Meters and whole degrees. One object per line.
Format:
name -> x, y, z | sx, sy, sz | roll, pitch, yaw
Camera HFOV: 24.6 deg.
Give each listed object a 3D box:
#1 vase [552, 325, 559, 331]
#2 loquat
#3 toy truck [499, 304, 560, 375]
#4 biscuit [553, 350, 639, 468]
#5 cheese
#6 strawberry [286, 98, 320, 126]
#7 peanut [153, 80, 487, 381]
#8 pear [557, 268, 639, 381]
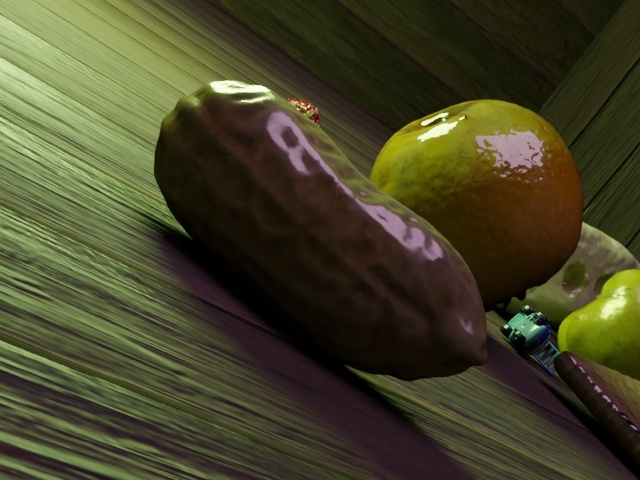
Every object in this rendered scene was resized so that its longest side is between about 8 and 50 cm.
vase -> 0.473, 0.131, 2.402 | 0.173, 0.173, 0.321 | 35, 13, -20
loquat -> 0.186, -0.034, 1.799 | 0.275, 0.275, 0.275 | 37, 8, -6
toy truck -> 0.290, 0.137, 1.964 | 0.090, 0.056, 0.073 | 48, -2, -21
biscuit -> 0.427, 0.261, 1.791 | 0.217, 0.044, 0.325 | 24, 19, -38
cheese -> 0.361, 0.048, 2.211 | 0.251, 0.174, 0.248 | 28, 7, 21
strawberry -> -0.041, -0.186, 2.273 | 0.073, 0.073, 0.083 | 35, -6, -18
peanut -> 0.000, 0.000, 1.175 | 0.325, 0.140, 0.153 | 40, -8, 4
pear -> 0.438, 0.148, 2.058 | 0.200, 0.200, 0.200 | 37, 8, -6
